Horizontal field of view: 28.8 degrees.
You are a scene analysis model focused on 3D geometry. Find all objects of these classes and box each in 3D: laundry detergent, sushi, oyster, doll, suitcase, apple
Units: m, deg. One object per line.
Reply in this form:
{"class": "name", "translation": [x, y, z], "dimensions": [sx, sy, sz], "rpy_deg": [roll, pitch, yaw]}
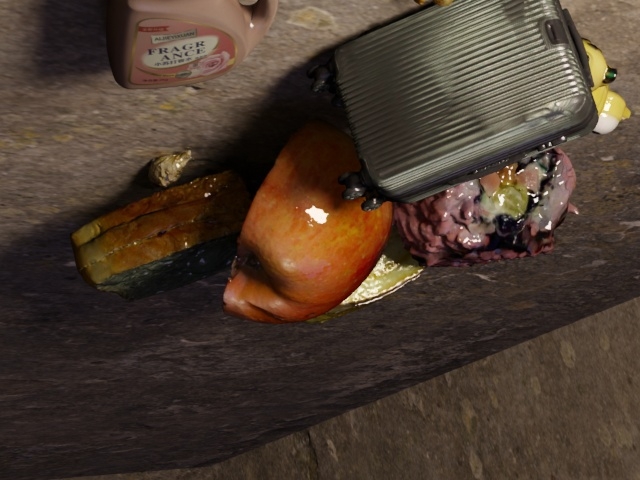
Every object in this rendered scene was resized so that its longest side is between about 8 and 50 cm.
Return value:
{"class": "laundry detergent", "translation": [-0.121, -0.238, 1.217], "dimensions": [0.171, 0.076, 0.237], "rpy_deg": [-11, 160, -18]}
{"class": "sushi", "translation": [0.226, -0.077, 1.766], "dimensions": [0.270, 0.236, 0.171], "rpy_deg": [-1, -178, -39]}
{"class": "oyster", "translation": [-0.194, -0.089, 1.676], "dimensions": [0.080, 0.038, 0.083], "rpy_deg": [-21, 162, 13]}
{"class": "doll", "translation": [0.354, -0.210, 1.699], "dimensions": [0.117, 0.086, 0.291], "rpy_deg": [22, 178, 22]}
{"class": "suitcase", "translation": [0.155, -0.169, 1.448], "dimensions": [0.312, 0.202, 0.128], "rpy_deg": [-20, 163, 17]}
{"class": "apple", "translation": [0.000, 0.000, 1.667], "dimensions": [0.163, 0.251, 0.293], "rpy_deg": [25, 142, 10]}

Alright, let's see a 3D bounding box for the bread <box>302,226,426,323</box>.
{"class": "bread", "translation": [0.046, 0.012, 1.881], "dimensions": [0.257, 0.186, 0.124], "rpy_deg": [-37, -178, -8]}

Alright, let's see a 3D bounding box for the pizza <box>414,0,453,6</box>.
{"class": "pizza", "translation": [0.200, -0.304, 1.314], "dimensions": [0.193, 0.053, 0.201], "rpy_deg": [-10, 162, -17]}

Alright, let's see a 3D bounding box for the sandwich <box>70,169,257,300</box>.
{"class": "sandwich", "translation": [-0.200, 0.003, 1.792], "dimensions": [0.271, 0.099, 0.301], "rpy_deg": [-23, 171, 4]}
